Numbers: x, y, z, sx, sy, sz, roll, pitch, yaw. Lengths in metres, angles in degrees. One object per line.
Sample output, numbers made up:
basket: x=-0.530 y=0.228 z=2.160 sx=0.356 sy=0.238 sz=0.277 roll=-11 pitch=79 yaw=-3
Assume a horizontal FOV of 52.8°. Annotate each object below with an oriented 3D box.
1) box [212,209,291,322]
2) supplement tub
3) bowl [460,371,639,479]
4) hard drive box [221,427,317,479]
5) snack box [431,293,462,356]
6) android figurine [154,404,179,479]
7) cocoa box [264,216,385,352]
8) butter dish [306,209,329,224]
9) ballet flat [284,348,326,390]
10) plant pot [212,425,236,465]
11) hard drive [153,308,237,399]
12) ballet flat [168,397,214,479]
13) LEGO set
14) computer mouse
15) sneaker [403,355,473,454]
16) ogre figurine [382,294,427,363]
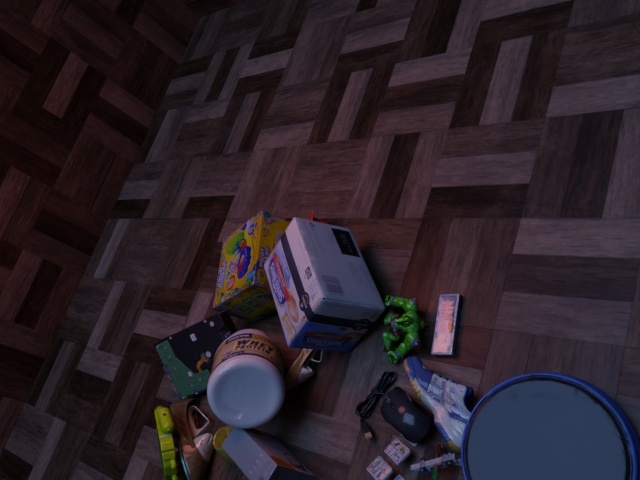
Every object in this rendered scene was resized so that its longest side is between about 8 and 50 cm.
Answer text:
box: x=-0.219 y=0.098 z=2.266 sx=0.279 sy=0.177 sz=0.289 roll=-33 pitch=44 yaw=45
supplement tub: x=-0.225 y=0.414 z=1.997 sx=0.228 sy=0.228 sz=0.316 roll=-50 pitch=11 yaw=6
bowl: x=0.496 y=0.478 z=1.419 sx=0.391 sy=0.077 sz=0.391 roll=-14 pitch=59 yaw=25
hard drive box: x=-0.153 y=0.649 z=1.890 sx=0.232 sy=0.181 sz=0.089 roll=26 pitch=84 yaw=48
snack box: x=0.354 y=0.236 z=1.802 sx=0.064 sy=0.022 sz=0.178 roll=-8 pitch=60 yaw=41
android figurine: x=-0.520 y=0.694 z=2.186 sx=0.273 sy=0.056 sz=0.248 roll=-130 pitch=37 yaw=-56
cocoa box: x=0.002 y=0.139 z=1.991 sx=0.228 sy=0.232 sz=0.347 roll=-55 pitch=39 yaw=32
butter dish: x=0.000 y=0.000 z=2.223 sx=0.160 sy=0.118 sz=0.159 roll=109 pitch=167 yaw=-58
ballet flat: x=-0.038 y=0.383 z=2.036 sx=0.073 sy=0.080 sz=0.232 roll=26 pitch=85 yaw=33
plant pot: x=-0.290 y=0.650 z=2.080 sx=0.134 sy=0.095 sz=0.134 roll=-24 pitch=50 yaw=31
hard drive: x=-0.417 y=0.410 z=2.285 sx=0.339 sy=0.064 sz=0.236 roll=-27 pitch=87 yaw=27
ballet flat: x=-0.425 y=0.669 z=2.203 sx=0.124 sy=0.116 sz=0.342 roll=-31 pitch=39 yaw=-2
LEGO set: x=0.244 y=0.581 z=1.630 sx=0.182 sy=0.060 sz=0.244 roll=-44 pitch=21 yaw=-11
computer mouse: x=0.179 y=0.477 z=1.752 sx=0.184 sy=0.060 sz=0.262 roll=-52 pitch=31 yaw=5
sneaker: x=0.329 y=0.404 z=1.672 sx=0.131 sy=0.112 sz=0.296 roll=-37 pitch=51 yaw=4
ogre figurine: x=0.235 y=0.247 z=1.854 sx=0.118 sy=0.097 sz=0.197 roll=-24 pitch=38 yaw=45
